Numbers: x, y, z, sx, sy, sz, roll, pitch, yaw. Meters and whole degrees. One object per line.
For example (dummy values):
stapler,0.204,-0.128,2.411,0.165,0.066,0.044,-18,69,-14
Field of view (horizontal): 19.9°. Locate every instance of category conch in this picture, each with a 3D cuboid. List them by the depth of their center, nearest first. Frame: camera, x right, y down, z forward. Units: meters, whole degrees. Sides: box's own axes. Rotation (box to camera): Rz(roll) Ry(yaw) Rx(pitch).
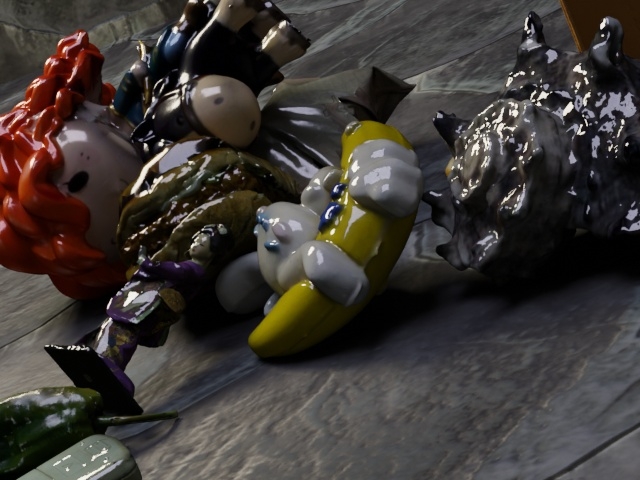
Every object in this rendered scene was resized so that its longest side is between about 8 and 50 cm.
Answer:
conch,0.204,-0.062,1.522,0.313,0.186,0.240,7,52,40

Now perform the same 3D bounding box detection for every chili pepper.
chili pepper,-0.233,0.158,1.545,0.204,0.072,0.073,-17,15,18

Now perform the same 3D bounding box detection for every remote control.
remote control,-0.250,0.226,1.414,0.233,0.038,0.098,-29,17,-21

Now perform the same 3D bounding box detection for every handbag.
handbag,0.001,-0.110,2.017,0.183,0.117,0.270,-7,31,19

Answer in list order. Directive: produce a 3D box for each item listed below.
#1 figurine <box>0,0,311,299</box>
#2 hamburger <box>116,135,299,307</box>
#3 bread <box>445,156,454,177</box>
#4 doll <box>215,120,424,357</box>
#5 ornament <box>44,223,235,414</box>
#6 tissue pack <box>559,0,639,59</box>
figurine,-0.186,-0.119,1.962,0.412,0.241,0.306,-29,47,30
hamburger,-0.116,-0.023,1.796,0.183,0.130,0.206,-36,-10,5
bread,0.189,-0.077,1.750,0.122,0.073,0.149,-10,20,43
doll,0.000,0.000,1.624,0.237,0.111,0.252,-58,21,8
ornament,-0.154,0.052,1.643,0.088,0.081,0.203,3,52,53
tissue pack,0.327,-0.255,1.928,0.145,0.194,0.274,-20,15,9
